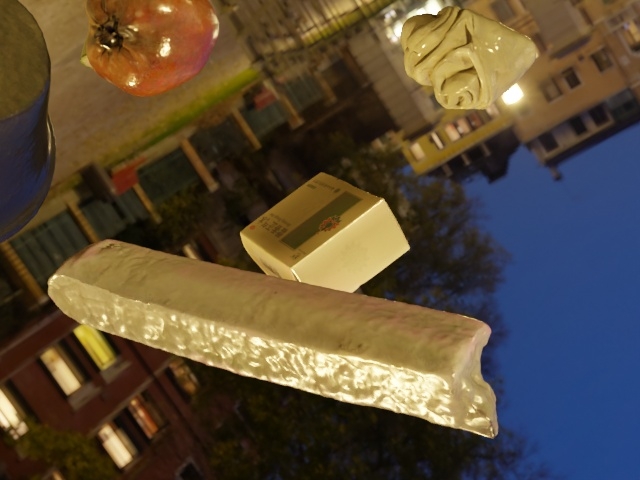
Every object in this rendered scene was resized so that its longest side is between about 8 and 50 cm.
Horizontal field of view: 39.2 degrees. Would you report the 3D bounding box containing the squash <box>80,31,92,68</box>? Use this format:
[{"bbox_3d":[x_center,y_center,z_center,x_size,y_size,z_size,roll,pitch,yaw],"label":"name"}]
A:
[{"bbox_3d":[-0.378,-0.380,1.618,0.105,0.132,0.105,-1,170,0],"label":"squash"}]

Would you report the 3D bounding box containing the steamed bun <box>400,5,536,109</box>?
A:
[{"bbox_3d":[0.243,-0.305,1.586,0.211,0.218,0.144,-6,-118,62],"label":"steamed bun"}]

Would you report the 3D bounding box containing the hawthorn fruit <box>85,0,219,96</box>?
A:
[{"bbox_3d":[-0.242,-0.328,1.403,0.199,0.199,0.251,-26,176,40],"label":"hawthorn fruit"}]

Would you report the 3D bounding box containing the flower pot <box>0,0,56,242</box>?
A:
[{"bbox_3d":[-0.483,-0.194,1.142,0.379,0.379,0.251,-40,-178,-41],"label":"flower pot"}]

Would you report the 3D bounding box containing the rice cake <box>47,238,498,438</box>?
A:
[{"bbox_3d":[-0.049,0.061,0.691,0.399,0.064,0.070,11,-142,27],"label":"rice cake"}]

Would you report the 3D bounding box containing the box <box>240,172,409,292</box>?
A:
[{"bbox_3d":[0.000,0.000,1.307,0.168,0.095,0.212,-39,-154,-11],"label":"box"}]
